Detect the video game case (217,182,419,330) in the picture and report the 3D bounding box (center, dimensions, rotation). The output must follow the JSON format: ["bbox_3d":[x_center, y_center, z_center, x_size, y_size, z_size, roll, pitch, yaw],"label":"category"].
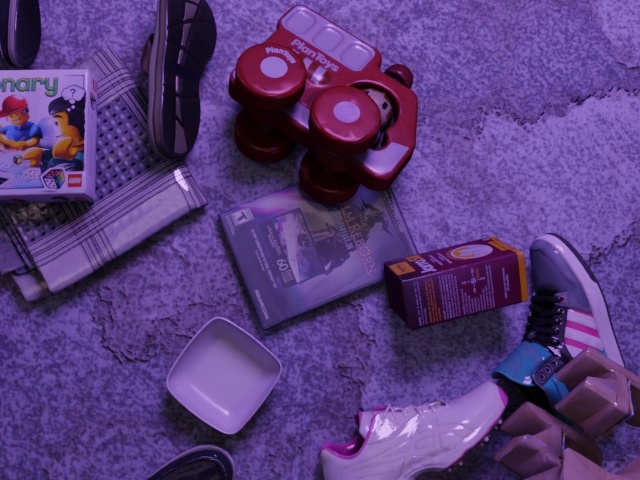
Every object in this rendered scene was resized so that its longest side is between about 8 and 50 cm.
[{"bbox_3d":[0.000,0.000,1.022,0.274,0.026,0.196,-22,85,-5],"label":"video game case"}]

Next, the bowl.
[{"bbox_3d":[-0.145,0.202,0.975,0.142,0.053,0.142,37,82,0],"label":"bowl"}]

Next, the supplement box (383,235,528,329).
[{"bbox_3d":[0.202,0.061,0.975,0.188,0.104,0.081,-13,106,-7],"label":"supplement box"}]

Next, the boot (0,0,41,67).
[{"bbox_3d":[-0.540,-0.371,1.004,0.178,0.085,0.237,-7,77,-2],"label":"boot"}]

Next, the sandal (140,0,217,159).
[{"bbox_3d":[-0.237,-0.272,0.996,0.086,0.120,0.303,-2,73,30],"label":"sandal"}]

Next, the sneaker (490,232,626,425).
[{"bbox_3d":[0.337,0.150,0.981,0.178,0.124,0.296,-19,86,-15],"label":"sneaker"}]

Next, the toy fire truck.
[{"bbox_3d":[0.019,-0.219,0.982,0.302,0.169,0.254,33,63,10],"label":"toy fire truck"}]

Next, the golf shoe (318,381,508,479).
[{"bbox_3d":[0.135,0.287,0.955,0.306,0.115,0.140,-34,83,-8],"label":"golf shoe"}]

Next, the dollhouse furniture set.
[{"bbox_3d":[0.318,0.419,0.807,0.256,0.362,0.394,33,126,1],"label":"dollhouse furniture set"}]

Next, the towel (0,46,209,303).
[{"bbox_3d":[-0.389,-0.104,0.995,0.324,0.056,0.312,-31,86,-6],"label":"towel"}]

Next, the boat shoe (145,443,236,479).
[{"bbox_3d":[-0.260,0.430,0.910,0.340,0.113,0.127,-37,86,-7],"label":"boat shoe"}]

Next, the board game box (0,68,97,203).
[{"bbox_3d":[-0.491,-0.152,0.952,0.305,0.053,0.193,-2,79,-3],"label":"board game box"}]
